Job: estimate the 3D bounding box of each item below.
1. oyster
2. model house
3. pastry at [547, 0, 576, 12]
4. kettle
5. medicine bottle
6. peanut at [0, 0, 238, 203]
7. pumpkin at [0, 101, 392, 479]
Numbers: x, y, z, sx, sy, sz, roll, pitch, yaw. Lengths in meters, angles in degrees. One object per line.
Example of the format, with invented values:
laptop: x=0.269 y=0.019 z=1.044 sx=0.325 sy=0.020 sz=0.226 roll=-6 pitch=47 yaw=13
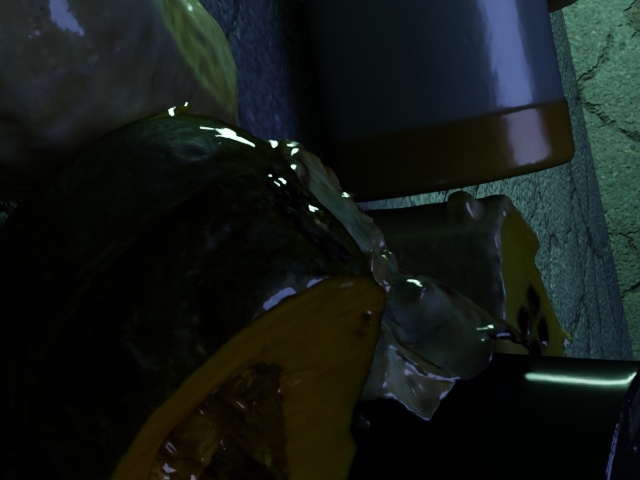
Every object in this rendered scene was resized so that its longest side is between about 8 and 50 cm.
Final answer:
oyster: x=-0.002 y=-0.003 z=0.946 sx=0.201 sy=0.354 sz=0.107 roll=-3 pitch=115 yaw=-36
model house: x=0.117 y=0.056 z=1.321 sx=0.175 sy=0.193 sz=0.234 roll=-50 pitch=129 yaw=-51
pastry: x=0.197 y=-0.441 z=1.483 sx=0.409 sy=0.245 sz=0.409 roll=46 pitch=-12 yaw=13
kettle: x=0.087 y=0.188 z=0.994 sx=0.262 sy=0.308 sz=0.203 roll=58 pitch=44 yaw=-49
medicine bottle: x=0.112 y=-0.169 z=1.340 sx=0.238 sy=0.238 sz=0.232 roll=-20 pitch=101 yaw=-70
peanut: x=-0.139 y=-0.093 z=0.743 sx=0.174 sy=0.158 sz=0.340 roll=50 pitch=4 yaw=21
pumpkin: x=-0.060 y=0.071 z=0.723 sx=0.222 sy=0.139 sz=0.317 roll=-37 pitch=151 yaw=-26
